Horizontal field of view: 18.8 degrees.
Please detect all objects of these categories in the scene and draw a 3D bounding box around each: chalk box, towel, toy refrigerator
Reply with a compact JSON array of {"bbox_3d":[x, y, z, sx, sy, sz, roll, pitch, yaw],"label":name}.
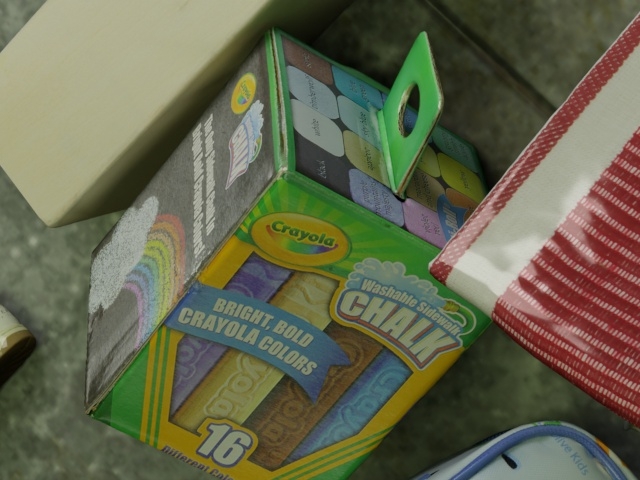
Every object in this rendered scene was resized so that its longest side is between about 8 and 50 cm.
[{"bbox_3d":[0.000,0.000,0.913,0.132,0.132,0.213,29,119,-23],"label":"chalk box"},{"bbox_3d":[0.239,0.014,0.777,0.329,0.037,0.237,34,75,27],"label":"towel"},{"bbox_3d":[-0.054,-0.130,0.959,0.269,0.102,0.094,-44,79,28],"label":"toy refrigerator"}]

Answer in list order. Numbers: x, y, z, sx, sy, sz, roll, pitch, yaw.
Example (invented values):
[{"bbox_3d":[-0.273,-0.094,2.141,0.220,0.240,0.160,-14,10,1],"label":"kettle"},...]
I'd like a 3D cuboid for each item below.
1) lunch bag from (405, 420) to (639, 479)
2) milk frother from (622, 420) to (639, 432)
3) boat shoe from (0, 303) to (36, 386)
[{"bbox_3d":[0.111,0.247,0.899,0.243,0.115,0.303,-33,84,-9],"label":"lunch bag"},{"bbox_3d":[0.201,0.107,0.856,0.134,0.129,0.143,35,108,15],"label":"milk frother"},{"bbox_3d":[-0.221,0.084,1.120,0.135,0.050,0.045,-43,76,17],"label":"boat shoe"}]
